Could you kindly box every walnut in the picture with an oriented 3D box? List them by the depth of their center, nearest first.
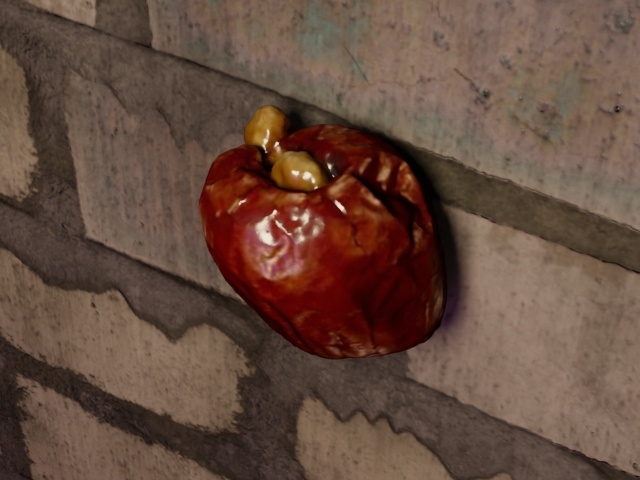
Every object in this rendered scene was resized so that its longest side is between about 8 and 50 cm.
[{"bbox_3d":[0.000,0.000,1.294,0.244,0.221,0.269,46,163,49],"label":"walnut"}]
